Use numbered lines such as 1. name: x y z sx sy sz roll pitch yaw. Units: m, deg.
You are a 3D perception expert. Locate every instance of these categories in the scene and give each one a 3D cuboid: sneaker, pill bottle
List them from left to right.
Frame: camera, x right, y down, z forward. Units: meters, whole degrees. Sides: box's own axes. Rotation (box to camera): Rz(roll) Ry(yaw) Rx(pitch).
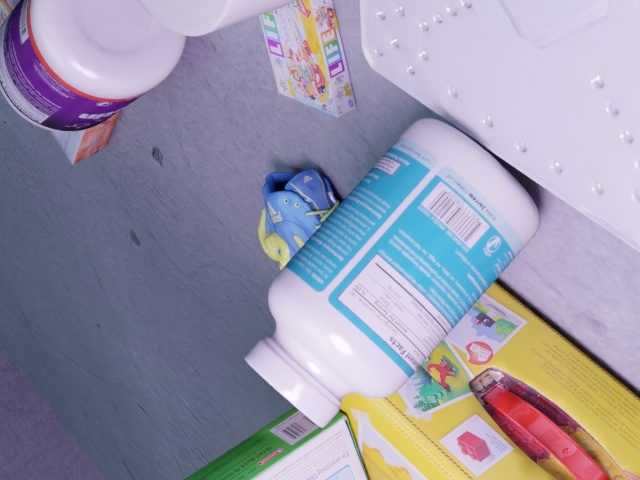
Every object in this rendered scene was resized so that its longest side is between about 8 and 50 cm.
1. pill bottle: -0.293 -0.235 1.589 0.182 0.181 0.323 61 155 -7
2. sneaker: 0.000 0.000 1.426 0.240 0.091 0.126 33 145 44
3. pill bottle: 0.055 0.033 1.125 0.146 0.264 0.146 42 176 3

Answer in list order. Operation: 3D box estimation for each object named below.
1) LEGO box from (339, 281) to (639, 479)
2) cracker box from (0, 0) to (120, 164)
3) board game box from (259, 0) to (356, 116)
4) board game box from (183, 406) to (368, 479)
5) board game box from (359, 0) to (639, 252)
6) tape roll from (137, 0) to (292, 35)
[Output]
1. LEGO box: 0.205 0.293 1.261 0.500 0.193 0.373 41 150 33
2. cracker box: -0.384 -0.242 1.883 0.232 0.067 0.156 57 156 5
3. board game box: -0.020 -0.207 1.302 0.103 0.026 0.154 28 142 47
4. board game box: -0.038 0.346 1.252 0.064 0.242 0.317 21 136 55
5. board game box: 0.169 -0.207 0.931 0.390 0.050 0.390 40 149 35
6. tape roll: -0.117 -0.340 1.210 0.286 0.100 0.286 39 141 40
